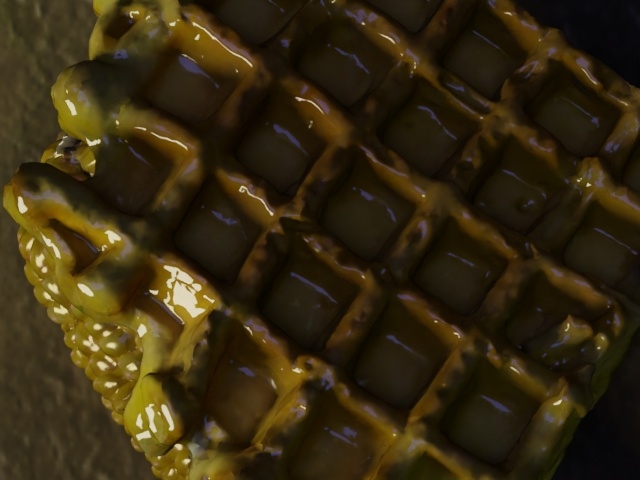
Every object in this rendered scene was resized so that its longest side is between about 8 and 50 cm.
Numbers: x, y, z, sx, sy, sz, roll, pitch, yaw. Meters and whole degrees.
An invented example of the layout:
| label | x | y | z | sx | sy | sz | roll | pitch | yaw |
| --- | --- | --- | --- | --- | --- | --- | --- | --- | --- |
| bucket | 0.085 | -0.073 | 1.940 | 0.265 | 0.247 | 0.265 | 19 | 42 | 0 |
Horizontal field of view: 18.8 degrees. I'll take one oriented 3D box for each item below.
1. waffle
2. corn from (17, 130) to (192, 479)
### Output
| label | x | y | z | sx | sy | sz | roll | pitch | yaw |
| --- | --- | --- | --- | --- | --- | --- | --- | --- | --- |
| waffle | 0.000 | 0.000 | 0.656 | 0.229 | 0.057 | 0.219 | 33 | 67 | 3 |
| corn | -0.008 | 0.075 | 0.707 | 0.101 | 0.101 | 0.292 | -40 | 81 | 12 |
